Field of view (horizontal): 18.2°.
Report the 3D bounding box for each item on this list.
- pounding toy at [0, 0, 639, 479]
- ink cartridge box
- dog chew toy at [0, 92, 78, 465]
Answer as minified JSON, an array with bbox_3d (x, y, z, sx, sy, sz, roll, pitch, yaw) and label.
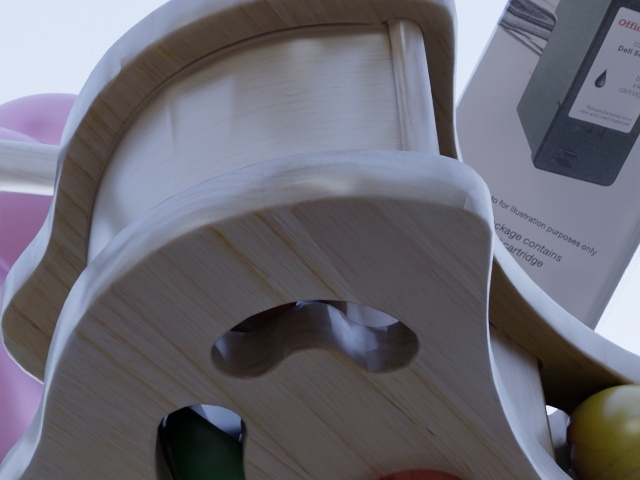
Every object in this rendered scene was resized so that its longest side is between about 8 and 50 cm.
[{"bbox_3d":[0.000,0.000,0.488,0.269,0.155,0.154,30,-54,-30],"label":"pounding toy"},{"bbox_3d":[0.147,-0.077,1.036,0.114,0.198,0.273,28,-80,9],"label":"ink cartridge box"},{"bbox_3d":[-0.160,0.046,0.848,0.206,0.332,0.207,13,-56,20],"label":"dog chew toy"}]
